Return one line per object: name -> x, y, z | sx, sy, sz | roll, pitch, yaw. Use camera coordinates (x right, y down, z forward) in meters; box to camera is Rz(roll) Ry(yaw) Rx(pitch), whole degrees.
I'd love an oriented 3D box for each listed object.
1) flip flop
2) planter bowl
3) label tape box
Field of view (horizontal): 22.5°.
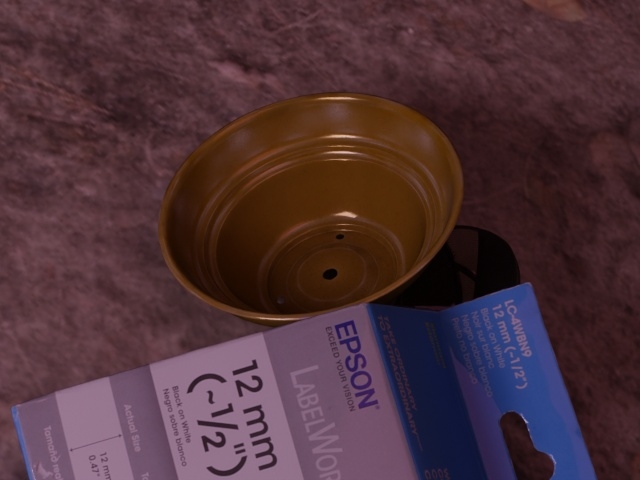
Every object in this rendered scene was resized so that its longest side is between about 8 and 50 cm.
flip flop -> 0.072, 0.110, 1.155 | 0.112, 0.080, 0.277 | 18, 56, 5
planter bowl -> 0.000, 0.000, 1.148 | 0.217, 0.090, 0.217 | -7, 46, 8
label tape box -> 0.007, 0.178, 1.018 | 0.348, 0.115, 0.249 | -17, 76, 2
